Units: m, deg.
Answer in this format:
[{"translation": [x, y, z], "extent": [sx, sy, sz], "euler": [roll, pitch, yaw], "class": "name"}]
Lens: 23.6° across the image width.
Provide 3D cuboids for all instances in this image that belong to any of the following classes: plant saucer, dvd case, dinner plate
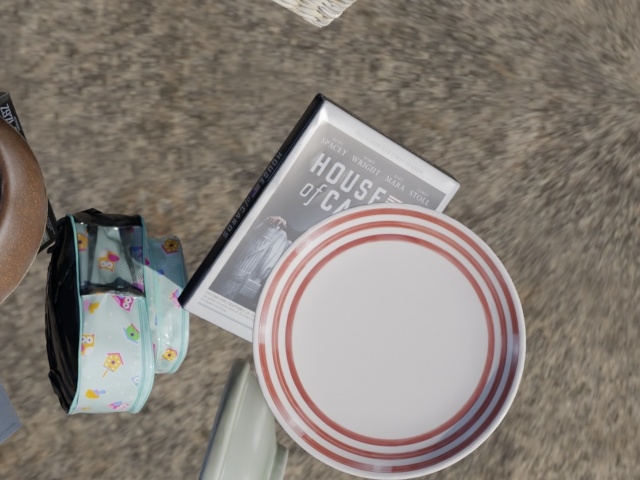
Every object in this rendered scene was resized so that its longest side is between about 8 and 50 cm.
[{"translation": [-0.112, 0.351, 1.923], "extent": [0.101, 0.400, 0.400], "euler": [14, 98, -1], "class": "plant saucer"}, {"translation": [0.000, 0.000, 1.461], "extent": [0.179, 0.029, 0.238], "euler": [29, 102, -31], "class": "dvd case"}, {"translation": [0.035, 0.051, 0.783], "extent": [0.141, 0.017, 0.141], "euler": [-1, 87, 11], "class": "dinner plate"}, {"translation": [-0.248, -0.021, 0.906], "extent": [0.168, 0.029, 0.168], "euler": [0, 64, -1], "class": "plant saucer"}]

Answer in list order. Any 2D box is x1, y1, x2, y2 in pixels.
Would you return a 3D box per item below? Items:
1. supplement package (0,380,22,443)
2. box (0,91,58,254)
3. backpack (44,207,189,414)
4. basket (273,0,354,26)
[{"translation": [-0.575, 0.189, 2.038], "extent": [0.198, 0.199, 0.262], "euler": [-1, 119, 40], "class": "supplement package"}, {"translation": [-0.379, -0.050, 1.659], "extent": [0.077, 0.147, 0.180], "euler": [-1, 117, 33], "class": "box"}, {"translation": [-0.206, 0.082, 1.531], "extent": [0.144, 0.166, 0.188], "euler": [8, 66, -16], "class": "backpack"}, {"translation": [-0.035, -0.436, 1.593], "extent": [0.328, 0.266, 0.331], "euler": [29, 81, -5], "class": "basket"}]
